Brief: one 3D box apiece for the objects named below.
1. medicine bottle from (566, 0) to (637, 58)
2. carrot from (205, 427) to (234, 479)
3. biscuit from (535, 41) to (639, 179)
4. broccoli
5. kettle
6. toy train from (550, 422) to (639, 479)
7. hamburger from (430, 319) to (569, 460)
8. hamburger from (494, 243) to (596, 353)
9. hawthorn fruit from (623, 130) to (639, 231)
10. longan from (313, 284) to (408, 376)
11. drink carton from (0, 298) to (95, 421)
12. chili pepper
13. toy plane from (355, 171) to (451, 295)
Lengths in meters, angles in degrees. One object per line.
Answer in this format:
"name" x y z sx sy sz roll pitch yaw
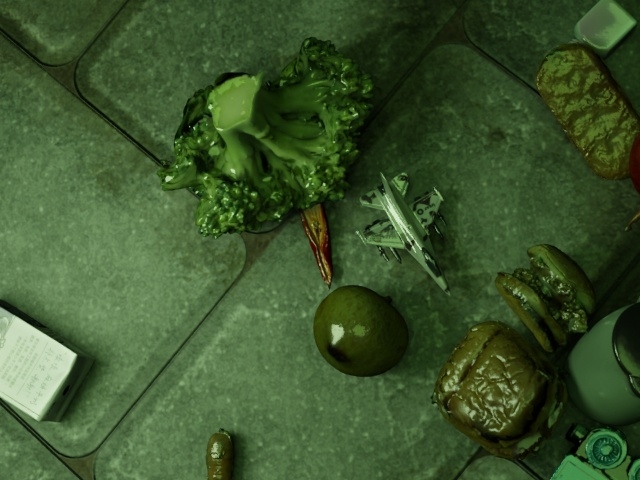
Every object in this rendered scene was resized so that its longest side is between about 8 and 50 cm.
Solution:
"medicine bottle" 0.462 -0.342 1.992 0.118 0.055 0.074 -45 79 2
"carrot" -0.168 0.441 1.984 0.049 0.049 0.255 0 85 10
"biscuit" 0.451 -0.212 1.962 0.118 0.029 0.247 -34 93 9
"broccoli" -0.094 -0.161 1.958 0.338 0.317 0.277 -30 73 36
"kettle" 0.484 0.156 1.804 0.161 0.236 0.221 22 72 5
"toy train" 0.452 0.377 1.854 0.198 0.107 0.154 34 95 13
"hamburger" 0.283 0.237 1.883 0.206 0.130 0.183 37 95 23
"hamburger" 0.369 0.086 1.882 0.131 0.159 0.185 -36 42 1
"hawthorn fruit" 0.563 -0.101 1.871 0.243 0.207 0.207 -42 76 11
"longan" 0.071 0.142 1.945 0.176 0.145 0.155 -37 101 -38
"drink carton" -0.519 0.203 2.051 0.222 0.102 0.134 29 85 13
"chili pepper" 0.000 0.000 2.031 0.045 0.027 0.178 -17 78 11
"toy plane" 0.152 -0.010 1.989 0.160 0.082 0.234 -30 92 -6
